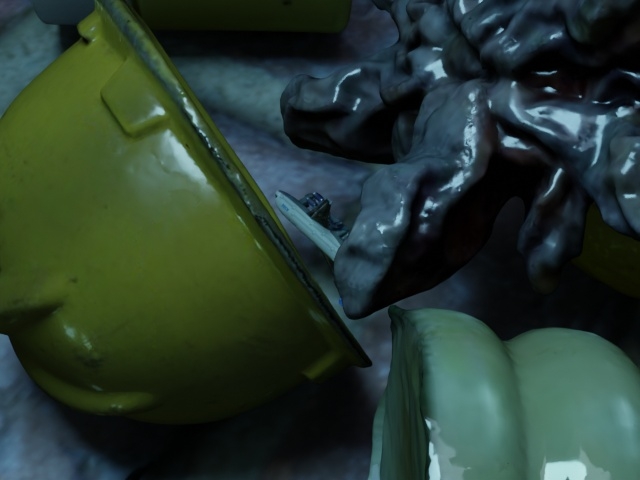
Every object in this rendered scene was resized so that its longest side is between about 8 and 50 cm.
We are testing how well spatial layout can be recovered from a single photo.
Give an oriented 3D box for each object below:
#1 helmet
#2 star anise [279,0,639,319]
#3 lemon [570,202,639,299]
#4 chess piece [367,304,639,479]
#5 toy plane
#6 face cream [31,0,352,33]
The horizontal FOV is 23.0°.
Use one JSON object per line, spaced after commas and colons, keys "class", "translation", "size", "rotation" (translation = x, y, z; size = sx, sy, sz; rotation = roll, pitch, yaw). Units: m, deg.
{"class": "helmet", "translation": [-0.089, 0.002, 0.714], "size": [0.140, 0.205, 0.257], "rotation": [-35, 21, -3]}
{"class": "star anise", "translation": [0.079, -0.077, 0.678], "size": [0.129, 0.212, 0.283], "rotation": [24, 22, -32]}
{"class": "lemon", "translation": [0.200, -0.045, 0.765], "size": [0.207, 0.170, 0.170], "rotation": [0, 44, -1]}
{"class": "chess piece", "translation": [0.186, 0.123, 0.598], "size": [0.330, 0.182, 0.182], "rotation": [4, 44, -5]}
{"class": "toy plane", "translation": [0.003, -0.001, 0.774], "size": [0.024, 0.078, 0.084], "rotation": [-24, 50, -11]}
{"class": "face cream", "translation": [-0.069, -0.230, 0.909], "size": [0.179, 0.218, 0.218], "rotation": [2, 44, -1]}
